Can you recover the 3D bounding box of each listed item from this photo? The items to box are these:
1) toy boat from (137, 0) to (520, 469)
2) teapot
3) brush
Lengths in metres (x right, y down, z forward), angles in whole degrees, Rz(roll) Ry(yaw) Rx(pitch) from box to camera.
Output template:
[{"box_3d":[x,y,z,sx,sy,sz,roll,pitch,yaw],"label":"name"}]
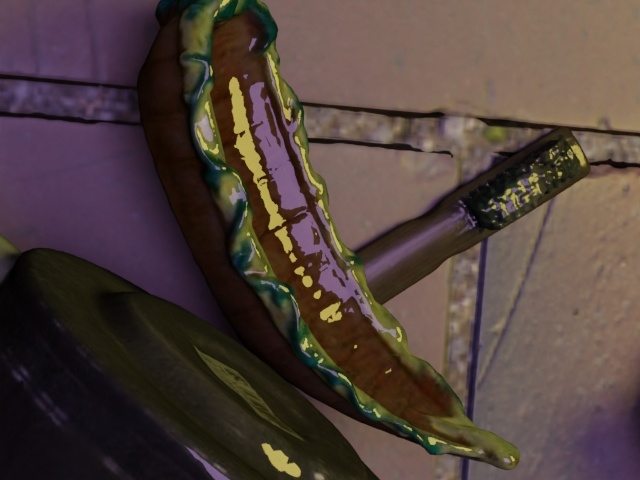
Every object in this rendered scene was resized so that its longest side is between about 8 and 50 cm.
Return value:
[{"box_3d":[-0.008,0.007,0.923,0.099,0.108,0.293,-25,100,25],"label":"toy boat"},{"box_3d":[-0.135,0.134,0.827,0.321,0.239,0.239,37,94,-22],"label":"teapot"},{"box_3d":[0.070,-0.003,0.990,0.190,0.027,0.034,-31,101,-13],"label":"brush"}]
